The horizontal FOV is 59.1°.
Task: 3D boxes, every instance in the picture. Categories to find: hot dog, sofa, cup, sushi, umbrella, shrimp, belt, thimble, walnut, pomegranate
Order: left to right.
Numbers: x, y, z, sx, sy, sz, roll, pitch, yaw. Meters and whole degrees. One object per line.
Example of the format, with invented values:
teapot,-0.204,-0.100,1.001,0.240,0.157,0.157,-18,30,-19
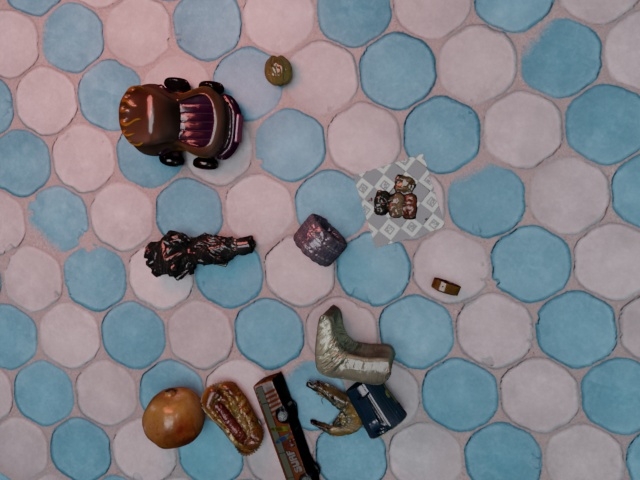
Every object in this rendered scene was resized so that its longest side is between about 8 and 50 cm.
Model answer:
pomegranate,-0.453,0.546,1.747,0.191,0.191,0.191,1,93,9
umbrella,-0.372,0.050,1.734,0.336,0.128,0.155,4,92,6
hot dog,-0.269,0.551,1.760,0.131,0.069,0.253,-34,90,-19
walnut,-0.126,-0.506,1.685,0.092,0.092,0.092,1,93,9
thimble,-0.001,0.000,1.661,0.150,0.150,0.098,43,104,4
shrimp,0.029,0.521,1.737,0.217,0.051,0.150,36,105,1
sofa,0.106,0.298,1.634,0.225,0.210,0.176,7,93,12
cup,0.156,0.485,1.655,0.131,0.176,0.155,-35,82,11
sushi,0.231,-0.117,1.667,0.219,0.047,0.232,-17,91,10
belt,0.367,0.136,1.655,0.083,0.059,0.036,19,97,-4

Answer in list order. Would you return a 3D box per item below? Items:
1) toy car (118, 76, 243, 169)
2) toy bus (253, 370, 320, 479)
toy car,-0.417,-0.352,1.657,0.340,0.240,0.272,6,96,11
toy bus,-0.092,0.613,1.738,0.092,0.093,0.409,-20,89,17
